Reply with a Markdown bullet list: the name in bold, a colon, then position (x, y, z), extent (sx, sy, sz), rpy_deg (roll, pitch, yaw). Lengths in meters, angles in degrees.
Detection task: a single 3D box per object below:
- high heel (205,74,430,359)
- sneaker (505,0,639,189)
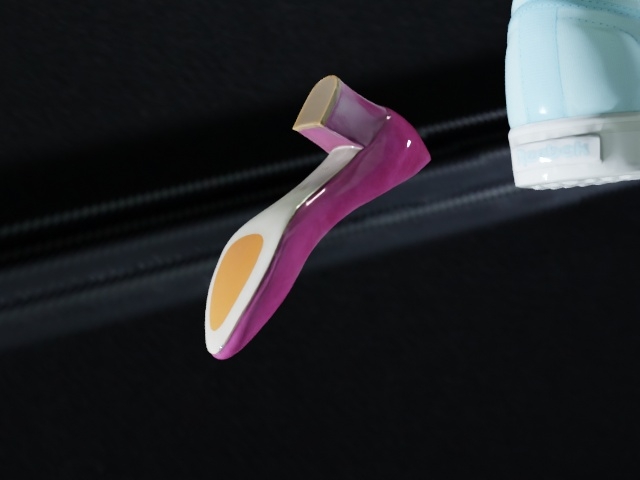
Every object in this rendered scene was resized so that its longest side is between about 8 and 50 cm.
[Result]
- **high heel**: position (0.000, 0.000, 1.493), extent (0.117, 0.082, 0.244), rpy_deg (34, -113, -29)
- **sneaker**: position (0.236, -0.116, 1.201), extent (0.366, 0.135, 0.150), rpy_deg (-9, -86, -57)
